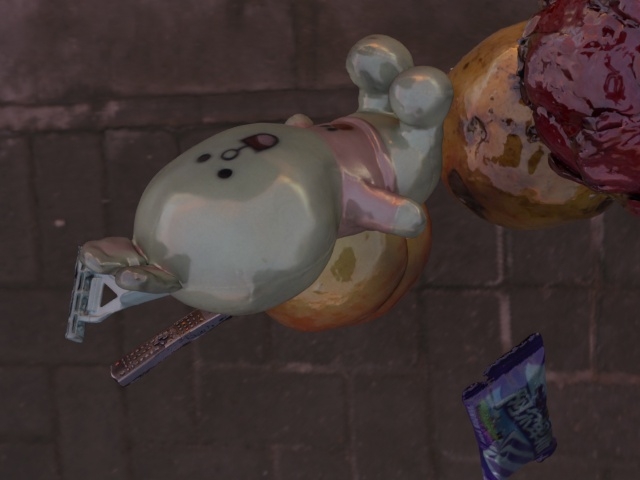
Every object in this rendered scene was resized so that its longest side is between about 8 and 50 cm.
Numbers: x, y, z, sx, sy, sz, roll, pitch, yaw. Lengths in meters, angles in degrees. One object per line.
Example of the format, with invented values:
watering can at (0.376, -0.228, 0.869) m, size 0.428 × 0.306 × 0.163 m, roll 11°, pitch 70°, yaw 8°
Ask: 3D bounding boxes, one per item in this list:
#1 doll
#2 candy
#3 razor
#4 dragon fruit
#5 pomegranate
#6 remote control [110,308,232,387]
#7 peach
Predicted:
doll at (-0.020, -0.025, 0.801) m, size 0.155 × 0.275 × 0.113 m, roll 34°, pitch 151°, yaw 42°
candy at (0.267, 0.253, 1.689) m, size 0.070 × 0.145 × 0.275 m, roll 37°, pitch 154°, yaw 40°
razor at (-0.198, 0.050, 1.342) m, size 0.278 × 0.056 × 0.111 m, roll -12°, pitch 67°, yaw 52°
dragon fruit at (0.365, -0.174, 1.245) m, size 0.329 × 0.329 × 0.329 m, roll 2°, pitch 99°, yaw 17°
pomegranate at (0.280, -0.151, 1.582) m, size 0.281 × 0.281 × 0.281 m, roll 2°, pitch 99°, yaw 17°
remote control at (-0.231, 0.156, 1.884) m, size 0.212 × 0.059 × 0.028 m, roll -33°, pitch 126°, yaw -6°
peach at (0.000, 0.000, 1.318) m, size 0.232 × 0.232 × 0.232 m, roll 2°, pitch 99°, yaw 17°
